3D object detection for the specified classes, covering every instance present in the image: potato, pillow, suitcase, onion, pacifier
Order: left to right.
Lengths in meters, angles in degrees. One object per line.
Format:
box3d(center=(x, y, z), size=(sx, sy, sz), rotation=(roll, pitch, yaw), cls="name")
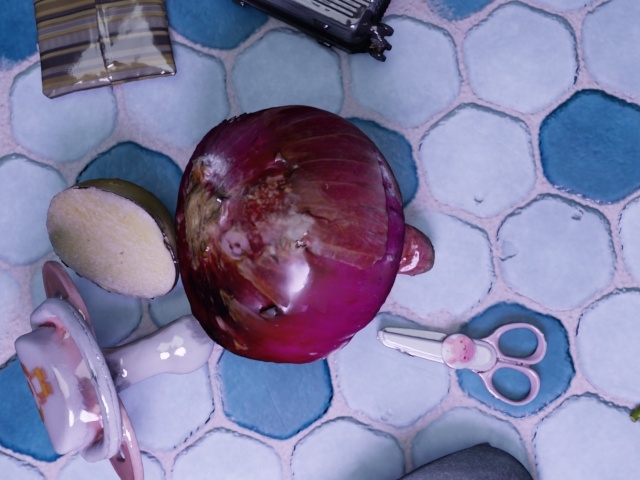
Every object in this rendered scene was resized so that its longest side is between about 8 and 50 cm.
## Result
box3d(center=(-0.332, -0.333, 1.297), size=(0.208, 0.052, 0.212), rotation=(-10, 84, 6), cls="pillow")
box3d(center=(-0.292, 0.176, 1.177), size=(0.220, 0.273, 0.332), rotation=(-25, 85, 28), cls="pacifier")
box3d(center=(-0.278, -0.022, 1.238), size=(0.202, 0.117, 0.182), rotation=(17, 126, 6), cls="potato")
box3d(center=(-0.007, -0.409, 1.246), size=(0.312, 0.128, 0.202), rotation=(27, 87, 6), cls="suitcase")
box3d(center=(0.000, 0.000, 1.151), size=(0.385, 0.347, 0.348), rotation=(8, 84, -35), cls="onion")

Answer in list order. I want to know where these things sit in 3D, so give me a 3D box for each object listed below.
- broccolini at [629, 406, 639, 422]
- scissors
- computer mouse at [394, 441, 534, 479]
box3d(center=(0.507, 0.184, 1.210), size=(0.052, 0.054, 0.194), rotation=(33, 90, -13), cls="broccolini")
box3d(center=(0.200, 0.158, 1.233), size=(0.242, 0.030, 0.118), rotation=(12, 85, 2), cls="scissors")
box3d(center=(0.139, 0.404, 1.127), size=(0.373, 0.114, 0.203), rotation=(-32, 83, -18), cls="computer mouse")
